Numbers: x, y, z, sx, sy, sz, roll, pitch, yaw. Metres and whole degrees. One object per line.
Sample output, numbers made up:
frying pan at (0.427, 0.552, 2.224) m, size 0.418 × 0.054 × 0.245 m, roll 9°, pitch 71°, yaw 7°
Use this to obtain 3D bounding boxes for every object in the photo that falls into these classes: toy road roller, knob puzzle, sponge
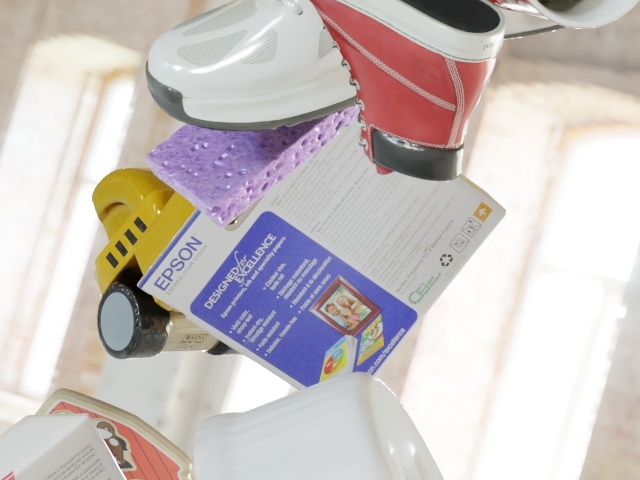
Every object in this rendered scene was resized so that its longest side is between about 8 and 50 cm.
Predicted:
toy road roller at (-0.152, -0.016, 2.369) m, size 0.202 × 0.240 × 0.329 m, roll 0°, pitch -35°, yaw -40°
knob puzzle at (-0.205, 0.221, 1.836) m, size 0.213 × 0.030 × 0.213 m, roll 14°, pitch -48°, yaw 16°
sponge at (-0.050, -0.106, 1.818) m, size 0.117 × 0.210 × 0.031 m, roll 35°, pitch -23°, yaw 42°

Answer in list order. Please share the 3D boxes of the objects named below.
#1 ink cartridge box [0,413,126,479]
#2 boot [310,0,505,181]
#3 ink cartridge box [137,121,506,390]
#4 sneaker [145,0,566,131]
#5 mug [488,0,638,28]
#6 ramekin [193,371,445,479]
ink cartridge box at (-0.205, 0.276, 1.491) m, size 0.100 × 0.172 × 0.237 m, roll -7°, pitch -65°, yaw 51°
boot at (0.027, -0.152, 1.587) m, size 0.244 × 0.176 × 0.088 m, roll 36°, pitch 43°, yaw 25°
ink cartridge box at (0.000, 0.000, 2.163) m, size 0.307 × 0.303 × 0.072 m, roll 35°, pitch 9°, yaw -24°
sneaker at (0.039, -0.272, 1.654) m, size 0.169 × 0.447 × 0.257 m, roll -110°, pitch -179°, yaw -51°
mug at (0.166, -0.237, 1.508) m, size 0.150 × 0.113 × 0.169 m, roll 52°, pitch -4°, yaw -13°
ramekin at (0.028, 0.233, 1.465) m, size 0.135 × 0.277 × 0.277 m, roll -25°, pitch -14°, yaw 9°
